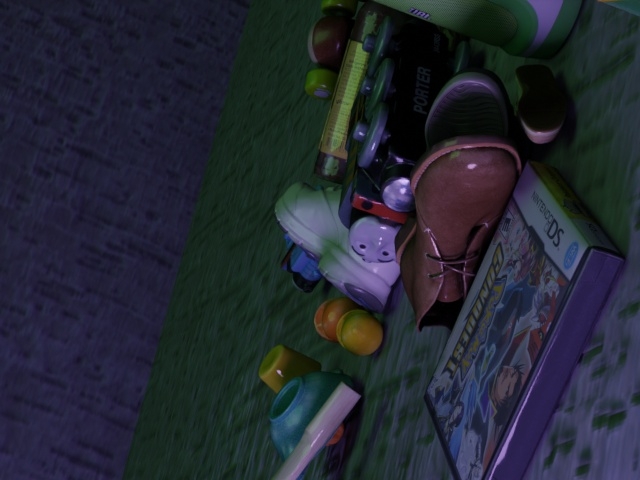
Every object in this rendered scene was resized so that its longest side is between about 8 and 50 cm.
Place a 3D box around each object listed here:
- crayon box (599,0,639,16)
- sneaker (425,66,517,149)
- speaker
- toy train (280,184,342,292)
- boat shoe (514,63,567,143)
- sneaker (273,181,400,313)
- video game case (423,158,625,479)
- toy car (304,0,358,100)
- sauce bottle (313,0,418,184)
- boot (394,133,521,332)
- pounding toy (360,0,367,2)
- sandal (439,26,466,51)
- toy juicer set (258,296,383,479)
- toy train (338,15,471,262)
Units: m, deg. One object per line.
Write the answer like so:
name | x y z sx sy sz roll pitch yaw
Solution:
crayon box | 0.213 -0.300 1.264 0.081 0.318 0.202 -92 23 -57
sneaker | 0.158 -0.131 1.672 0.222 0.083 0.118 85 -163 -58
speaker | 0.118 -0.287 1.688 0.131 0.296 0.131 -162 90 -77
toy train | 0.000 0.000 2.289 0.184 0.080 0.105 125 154 -50
boat shoe | 0.219 -0.128 1.627 0.135 0.050 0.045 -83 -11 -57
sneaker | 0.039 -0.015 2.076 0.129 0.111 0.297 -53 33 4
video game case | 0.178 0.087 1.510 0.248 0.035 0.275 -107 38 -68
toy car | 0.089 -0.269 2.266 0.188 0.149 0.155 -7 66 44
sauce bottle | 0.085 -0.236 2.143 0.111 0.111 0.344 -132 57 -75
boot | 0.140 -0.003 1.638 0.305 0.112 0.115 103 167 -62
pounding toy | 0.094 -0.425 2.360 0.237 0.183 0.110 -85 -8 -46
sandal | 0.180 -0.324 2.066 0.072 0.049 0.180 131 140 -72
toy juicer set | 0.013 0.192 1.985 0.209 0.089 0.329 -46 19 21
toy train | 0.095 -0.121 1.926 0.334 0.142 0.190 -82 11 -49
